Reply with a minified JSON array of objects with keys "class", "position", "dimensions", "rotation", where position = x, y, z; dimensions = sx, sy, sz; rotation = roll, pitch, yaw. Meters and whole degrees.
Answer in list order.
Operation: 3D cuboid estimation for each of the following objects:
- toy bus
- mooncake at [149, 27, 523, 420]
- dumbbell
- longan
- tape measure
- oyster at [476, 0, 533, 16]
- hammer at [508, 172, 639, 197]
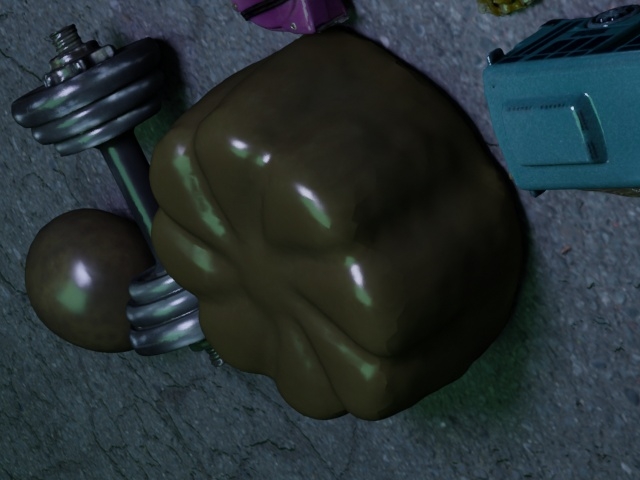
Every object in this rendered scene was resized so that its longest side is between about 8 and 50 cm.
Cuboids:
[{"class":"toy bus","position":[0.254,-0.112,1.409],"dimensions":[0.256,0.147,0.128],"rotation":[0,115,49]},{"class":"mooncake","position":[0.000,0.000,1.748],"dimensions":[0.378,0.201,0.378],"rotation":[30,137,33]},{"class":"dumbbell","position":[-0.191,-0.047,1.954],"dimensions":[0.179,0.179,0.406],"rotation":[-12,107,53]},{"class":"longan","position":[-0.265,0.056,2.140],"dimensions":[0.185,0.159,0.204],"rotation":[43,156,17]},{"class":"tape measure","position":[-0.038,-0.256,1.698],"dimensions":[0.125,0.074,0.118],"rotation":[5,120,45]},{"class":"oyster","position":[0.138,-0.255,1.533],"dimensions":[0.122,0.045,0.146],"rotation":[22,134,19]},{"class":"hammer","position":[0.272,-0.045,1.547],"dimensions":[0.292,0.029,0.058],"rotation":[11,124,47]}]
